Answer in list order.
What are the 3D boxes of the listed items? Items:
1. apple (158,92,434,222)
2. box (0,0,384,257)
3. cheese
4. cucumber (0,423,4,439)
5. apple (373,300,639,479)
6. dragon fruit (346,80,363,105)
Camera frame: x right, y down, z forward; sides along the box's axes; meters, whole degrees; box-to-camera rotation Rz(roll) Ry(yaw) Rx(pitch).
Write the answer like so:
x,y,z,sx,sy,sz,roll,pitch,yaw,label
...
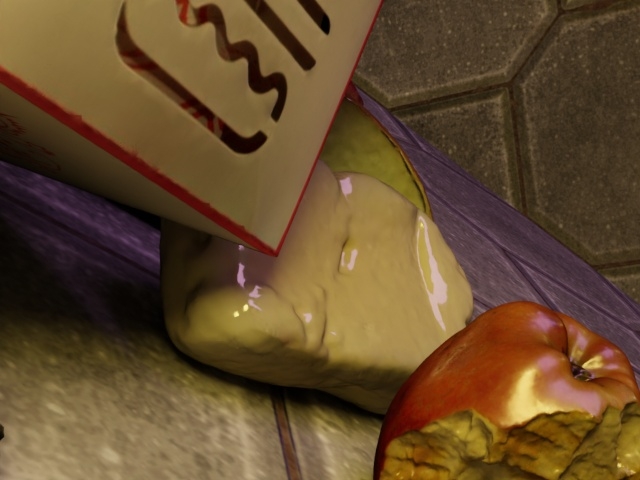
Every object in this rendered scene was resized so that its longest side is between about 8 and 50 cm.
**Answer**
x,y,z,sx,sy,sz,roll,pitch,yaw,label
-0.062,-0.056,0.871,0.346,0.254,0.179,31,54,-16,apple
-0.143,-0.204,0.530,0.312,0.300,0.314,19,-8,26,box
0.004,0.030,0.716,0.263,0.093,0.159,20,55,-41,cheese
-0.168,0.031,0.389,0.096,0.096,0.359,28,12,-28,cucumber
0.117,0.120,0.619,0.156,0.158,0.147,28,12,-9,apple
-0.068,-0.177,1.212,0.211,0.147,0.282,41,-4,-11,dragon fruit
